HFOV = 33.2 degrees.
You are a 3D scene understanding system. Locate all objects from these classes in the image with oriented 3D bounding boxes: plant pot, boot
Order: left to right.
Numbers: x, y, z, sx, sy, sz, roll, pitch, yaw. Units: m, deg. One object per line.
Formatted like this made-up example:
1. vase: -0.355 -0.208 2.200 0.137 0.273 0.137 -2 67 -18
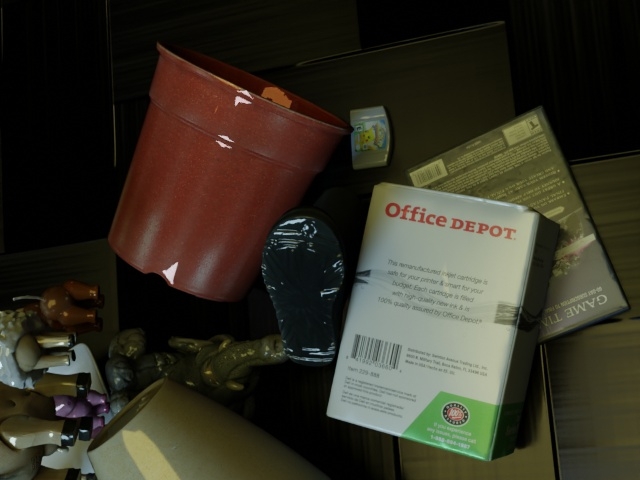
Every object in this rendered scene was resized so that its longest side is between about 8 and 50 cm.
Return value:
1. plant pot: -0.137 0.303 1.262 0.256 0.256 0.274 -40 98 12
2. plant pot: -0.133 -0.080 1.385 0.272 0.272 0.265 29 102 23
3. boot: 0.000 0.000 1.287 0.094 0.246 0.207 5 45 9

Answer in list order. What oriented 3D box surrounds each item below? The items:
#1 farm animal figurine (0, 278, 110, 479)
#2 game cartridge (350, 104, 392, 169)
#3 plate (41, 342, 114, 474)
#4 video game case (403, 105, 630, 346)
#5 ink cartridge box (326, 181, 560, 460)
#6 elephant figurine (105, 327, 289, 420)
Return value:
1. farm animal figurine: -0.361 0.218 1.291 0.172 0.327 0.330 1 99 -3
2. game cartridge: 0.068 -0.138 1.429 0.056 0.017 0.083 -6 80 18
3. plate: -0.364 0.327 1.512 0.277 0.045 0.278 -35 71 21
4. video game case: 0.239 -0.005 1.334 0.196 0.026 0.274 -25 75 17
5. ink cartridge box: 0.149 0.092 1.277 0.211 0.121 0.289 12 89 27
6. elephant figurine: -0.150 0.186 1.405 0.239 0.186 0.169 -12 114 -5
